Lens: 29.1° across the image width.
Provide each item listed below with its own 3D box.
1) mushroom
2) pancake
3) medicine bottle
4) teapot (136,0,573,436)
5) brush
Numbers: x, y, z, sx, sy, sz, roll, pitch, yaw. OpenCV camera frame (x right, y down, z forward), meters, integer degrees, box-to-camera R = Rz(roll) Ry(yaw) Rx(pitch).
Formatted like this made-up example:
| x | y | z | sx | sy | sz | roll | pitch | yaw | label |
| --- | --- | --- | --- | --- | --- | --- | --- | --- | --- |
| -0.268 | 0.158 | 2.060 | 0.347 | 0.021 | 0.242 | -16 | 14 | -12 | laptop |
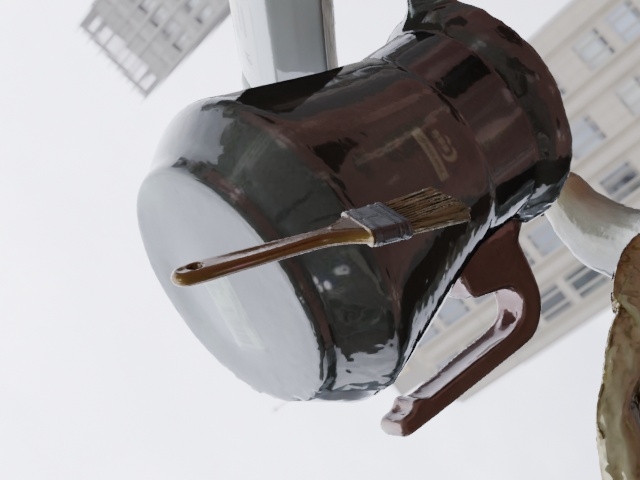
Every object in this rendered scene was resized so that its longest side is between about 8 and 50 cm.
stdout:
| x | y | z | sx | sy | sz | roll | pitch | yaw | label |
| --- | --- | --- | --- | --- | --- | --- | --- | --- | --- |
| 0.481 | -0.010 | 1.965 | 0.397 | 0.126 | 0.177 | 30 | 162 | 53 | mushroom |
| 0.360 | 0.170 | 1.193 | 0.387 | 0.082 | 0.387 | 7 | -99 | -54 | pancake |
| -0.041 | -0.241 | 1.254 | 0.111 | 0.296 | 0.161 | -14 | -123 | -3 | medicine bottle |
| 0.060 | -0.016 | 1.153 | 0.362 | 0.305 | 0.376 | -36 | -71 | -28 | teapot |
| 0.000 | 0.000 | 0.668 | 0.170 | 0.043 | 0.014 | -16 | -68 | -19 | brush |
